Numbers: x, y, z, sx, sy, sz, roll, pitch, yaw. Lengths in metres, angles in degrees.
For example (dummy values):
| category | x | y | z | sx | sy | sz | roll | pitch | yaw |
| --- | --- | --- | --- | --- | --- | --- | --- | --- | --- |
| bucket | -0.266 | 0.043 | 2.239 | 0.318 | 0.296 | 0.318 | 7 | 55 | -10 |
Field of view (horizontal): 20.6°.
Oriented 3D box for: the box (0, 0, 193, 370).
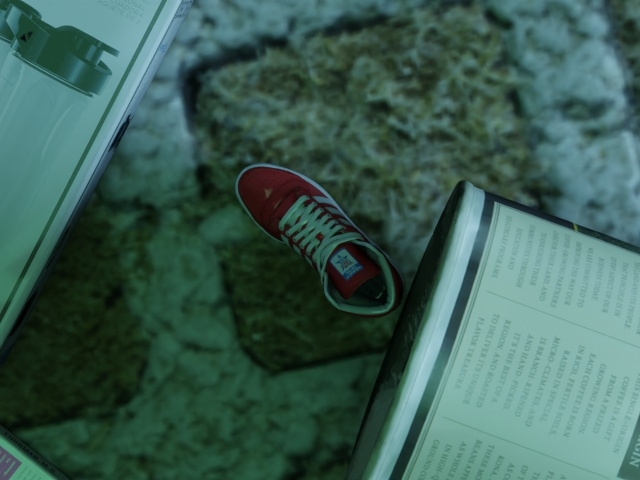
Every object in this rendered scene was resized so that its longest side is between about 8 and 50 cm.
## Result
| category | x | y | z | sx | sy | sz | roll | pitch | yaw |
| --- | --- | --- | --- | --- | --- | --- | --- | --- | --- |
| box | -0.198 | -0.069 | 0.977 | 0.169 | 0.087 | 0.290 | 27 | 98 | -1 |

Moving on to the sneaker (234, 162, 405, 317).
| category | x | y | z | sx | sy | sz | roll | pitch | yaw |
| --- | --- | --- | --- | --- | --- | --- | --- | --- | --- |
| sneaker | 0.000 | 0.000 | 0.987 | 0.118 | 0.067 | 0.042 | 38 | 97 | -3 |

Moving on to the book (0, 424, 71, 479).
| category | x | y | z | sx | sy | sz | roll | pitch | yaw |
| --- | --- | --- | --- | --- | --- | --- | --- | --- | --- |
| book | -0.220 | 0.145 | 1.034 | 0.144 | 0.035 | 0.096 | 40 | 94 | -3 |

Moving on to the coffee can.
| category | x | y | z | sx | sy | sz | roll | pitch | yaw |
| --- | --- | --- | --- | --- | --- | --- | --- | --- | --- |
| coffee can | 0.168 | 0.107 | 0.926 | 0.275 | 0.201 | 0.202 | 20 | 98 | 0 |
